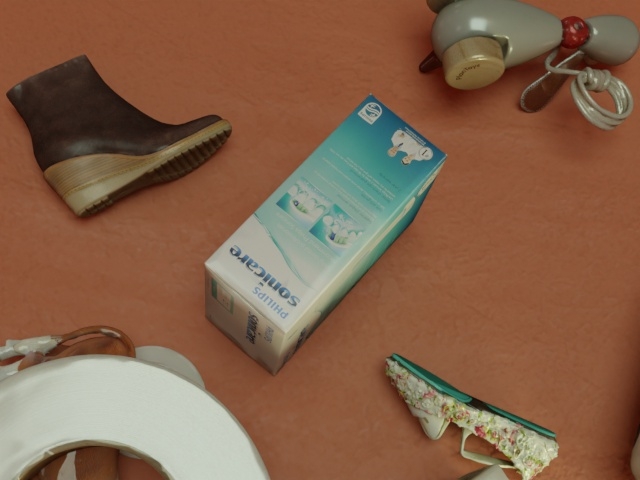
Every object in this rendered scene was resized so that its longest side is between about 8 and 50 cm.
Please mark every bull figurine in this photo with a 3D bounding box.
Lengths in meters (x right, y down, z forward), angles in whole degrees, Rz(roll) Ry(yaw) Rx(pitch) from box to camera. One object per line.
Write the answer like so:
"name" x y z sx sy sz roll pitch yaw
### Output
"bull figurine" -0.303 0.248 1.091 0.188 0.101 0.310 9 70 -8

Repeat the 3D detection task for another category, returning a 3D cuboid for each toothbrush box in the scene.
"toothbrush box" 0.000 0.000 1.163 0.126 0.216 0.295 39 71 8

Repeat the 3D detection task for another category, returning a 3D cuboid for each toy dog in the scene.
"toy dog" 0.276 -0.269 1.356 0.333 0.161 0.220 21 65 -15

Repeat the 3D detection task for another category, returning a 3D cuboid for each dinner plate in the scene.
"dinner plate" -0.211 0.197 1.170 0.141 0.017 0.141 2 71 -6

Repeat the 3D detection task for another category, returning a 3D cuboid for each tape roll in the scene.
"tape roll" -0.234 0.315 0.992 0.392 0.072 0.392 1 76 -5

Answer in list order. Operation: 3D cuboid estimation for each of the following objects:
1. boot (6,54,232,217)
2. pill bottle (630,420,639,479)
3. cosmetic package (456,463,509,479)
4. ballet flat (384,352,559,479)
"boot" -0.266 -0.166 1.256 0.248 0.090 0.207 -27 77 -12
"pill bottle" 0.495 0.222 1.148 0.204 0.204 0.361 22 69 2
"cosmetic package" 0.088 0.385 1.062 0.309 0.160 0.113 -31 77 -15
"ballet flat" 0.177 0.224 1.176 0.241 0.091 0.077 27 91 7
